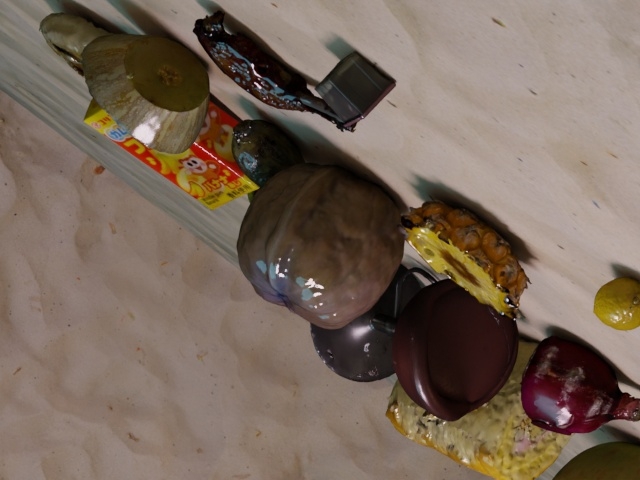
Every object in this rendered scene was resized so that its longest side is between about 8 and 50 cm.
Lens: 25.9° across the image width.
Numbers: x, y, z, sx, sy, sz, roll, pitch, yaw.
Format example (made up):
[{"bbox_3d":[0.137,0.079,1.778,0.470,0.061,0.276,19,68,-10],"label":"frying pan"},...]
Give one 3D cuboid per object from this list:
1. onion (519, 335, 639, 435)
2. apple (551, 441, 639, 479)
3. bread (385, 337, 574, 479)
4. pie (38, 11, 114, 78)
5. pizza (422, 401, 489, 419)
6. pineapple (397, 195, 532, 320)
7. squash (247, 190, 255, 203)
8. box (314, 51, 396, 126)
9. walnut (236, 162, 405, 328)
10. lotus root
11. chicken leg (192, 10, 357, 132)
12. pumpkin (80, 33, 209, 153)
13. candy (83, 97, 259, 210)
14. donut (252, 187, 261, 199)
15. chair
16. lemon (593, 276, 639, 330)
[{"bbox_3d":[0.392,0.242,2.104,0.198,0.135,0.173,30,171,26],"label":"onion"},{"bbox_3d":[0.553,0.526,2.453,0.338,0.305,0.338,23,161,9],"label":"apple"},{"bbox_3d":[0.271,0.275,2.385,0.165,0.236,0.375,43,169,-23],"label":"bread"},{"bbox_3d":[-0.336,-0.273,2.366,0.339,0.077,0.339,36,170,7],"label":"pie"},{"bbox_3d":[0.205,0.268,2.231,0.123,0.108,0.026,5,114,62],"label":"pizza"},{"bbox_3d":[0.200,0.016,1.868,0.225,0.076,0.225,38,170,8],"label":"pineapple"},{"bbox_3d":[-0.077,-0.038,2.595,0.080,0.071,0.318,32,169,29],"label":"squash"},{"bbox_3d":[0.037,-0.175,1.594,0.063,0.060,0.084,46,170,-9],"label":"box"},{"bbox_3d":[0.001,0.001,2.056,0.248,0.248,0.248,35,170,7],"label":"walnut"},{"bbox_3d":[-0.079,-0.124,2.139,0.080,0.089,0.179,-17,141,26],"label":"lotus root"},{"bbox_3d":[-0.056,-0.209,1.787,0.253,0.051,0.106,32,165,7],"label":"chicken leg"},{"bbox_3d":[-0.238,-0.237,2.051,0.217,0.217,0.110,40,129,-23],"label":"pumpkin"},{"bbox_3d":[-0.226,-0.169,2.239,0.276,0.088,0.146,37,146,-27],"label":"candy"},{"bbox_3d":[-0.040,-0.037,2.339,0.217,0.141,0.085,25,158,33],"label":"donut"},{"bbox_3d":[0.159,0.154,2.230,0.226,0.226,0.401,40,170,-21],"label":"chair"},{"bbox_3d":[0.356,0.075,1.642,0.065,0.065,0.092,38,165,-10],"label":"lemon"}]
